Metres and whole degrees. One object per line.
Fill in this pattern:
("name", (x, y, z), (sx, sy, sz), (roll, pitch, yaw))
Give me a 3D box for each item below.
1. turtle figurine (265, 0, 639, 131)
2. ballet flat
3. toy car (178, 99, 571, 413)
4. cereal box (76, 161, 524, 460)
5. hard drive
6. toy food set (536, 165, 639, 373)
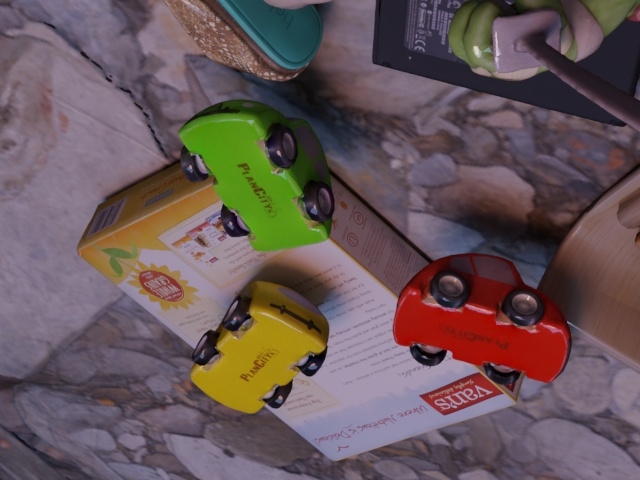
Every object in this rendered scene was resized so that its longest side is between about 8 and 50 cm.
("turtle figurine", (0.066, -0.167, 0.659), (0.266, 0.275, 0.198), (2, 114, 36))
("ballet flat", (-0.080, -0.154, 0.875), (0.067, 0.073, 0.206), (3, 139, 48))
("toy car", (0.000, 0.000, 0.972), (0.239, 0.053, 0.225), (-10, 131, 28))
("cereal box", (-0.010, 0.039, 1.103), (0.240, 0.047, 0.173), (41, 139, -25))
("hard drive", (0.094, -0.107, 0.878), (0.135, 0.022, 0.094), (16, 144, 10))
("toy food set", (0.267, 0.029, 0.882), (0.220, 0.092, 0.306), (30, 151, -10))
